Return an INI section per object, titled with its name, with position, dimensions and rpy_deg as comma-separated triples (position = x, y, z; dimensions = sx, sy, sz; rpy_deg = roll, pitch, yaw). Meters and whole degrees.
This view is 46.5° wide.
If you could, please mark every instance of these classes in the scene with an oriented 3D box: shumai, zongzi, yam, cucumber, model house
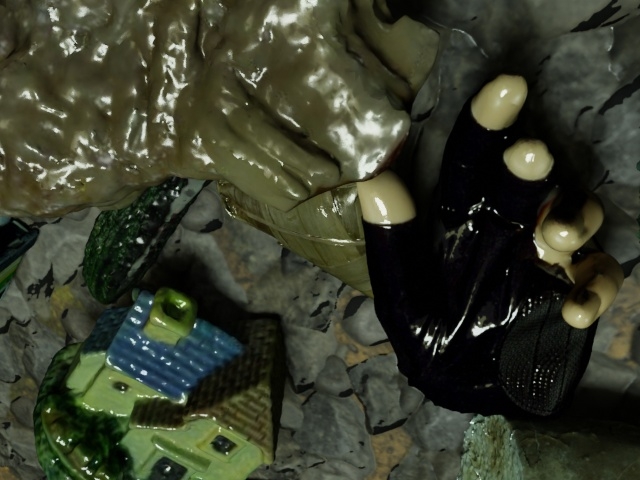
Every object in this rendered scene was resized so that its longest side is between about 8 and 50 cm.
[shumai]
position = -0.080, -0.142, 0.530
dimensions = 0.283, 0.217, 0.346
rpy_deg = 22, 100, -9
[zongzi]
position = 0.000, 0.000, 0.652
dimensions = 0.160, 0.078, 0.176
rpy_deg = 4, 127, 27
[yam]
position = 0.243, 0.221, 0.619
dimensions = 0.254, 0.154, 0.154
rpy_deg = 7, 120, 11
[cucumber]
position = -0.167, -0.029, 0.698
dimensions = 0.077, 0.077, 0.265
rpy_deg = 41, 128, -4
[model house]
position = -0.143, 0.147, 0.710
dimensions = 0.214, 0.195, 0.189
rpy_deg = 35, 118, -14

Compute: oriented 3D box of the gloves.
[gloves]
position = 0.123, 0.012, 0.552
dimensions = 0.197, 0.152, 0.301
rpy_deg = 4, 145, 6

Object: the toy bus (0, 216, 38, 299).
[toy bus]
position = -0.464, -0.013, 0.786
dimensions = 0.276, 0.134, 0.165
rpy_deg = 35, 127, -1

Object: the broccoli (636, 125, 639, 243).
[broccoli]
position = 0.321, -0.072, 0.420
dimensions = 0.254, 0.269, 0.269
rpy_deg = 20, 138, 64
